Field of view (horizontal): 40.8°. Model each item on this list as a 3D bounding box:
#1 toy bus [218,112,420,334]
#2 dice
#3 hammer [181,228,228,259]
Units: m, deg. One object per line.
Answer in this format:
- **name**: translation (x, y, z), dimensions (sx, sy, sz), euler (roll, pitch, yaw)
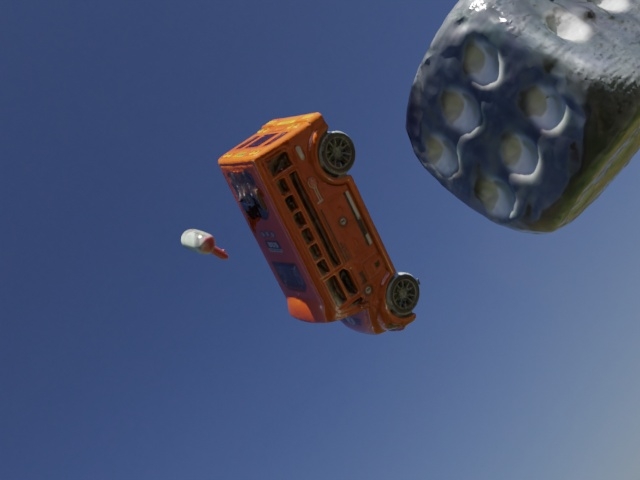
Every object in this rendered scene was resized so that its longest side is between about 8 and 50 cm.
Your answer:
- **toy bus**: translation (0.000, 0.000, 1.170), dimensions (0.153, 0.143, 0.329), euler (-37, -68, -28)
- **dice**: translation (0.197, -0.130, 0.761), dimensions (0.183, 0.181, 0.182), euler (-35, -24, -39)
- **hammer**: translation (-0.156, 0.011, 1.211), dimensions (0.083, 0.052, 0.031), euler (36, -104, -52)
